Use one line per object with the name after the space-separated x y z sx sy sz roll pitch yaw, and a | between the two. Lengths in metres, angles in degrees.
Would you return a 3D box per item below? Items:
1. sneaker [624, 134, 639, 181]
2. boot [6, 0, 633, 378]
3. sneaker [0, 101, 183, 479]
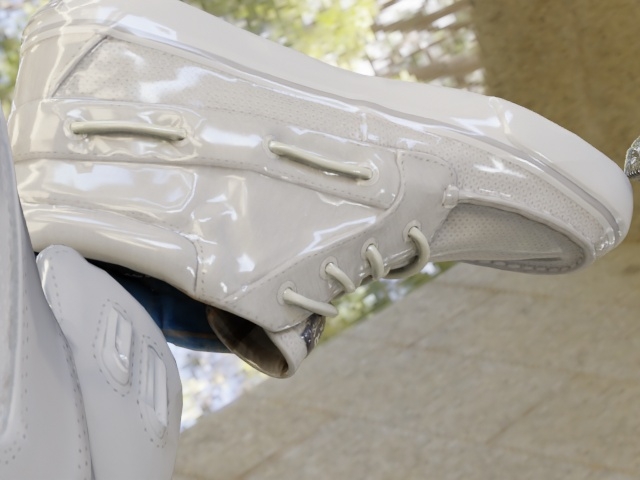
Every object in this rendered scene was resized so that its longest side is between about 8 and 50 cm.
0.192 -0.075 0.707 0.170 0.051 0.089 164 -65 -68 | sneaker
0.000 0.000 0.631 0.258 0.123 0.095 16 -27 -15 | boot
-0.124 -0.039 0.351 0.137 0.210 0.365 -8 -115 11 | sneaker
